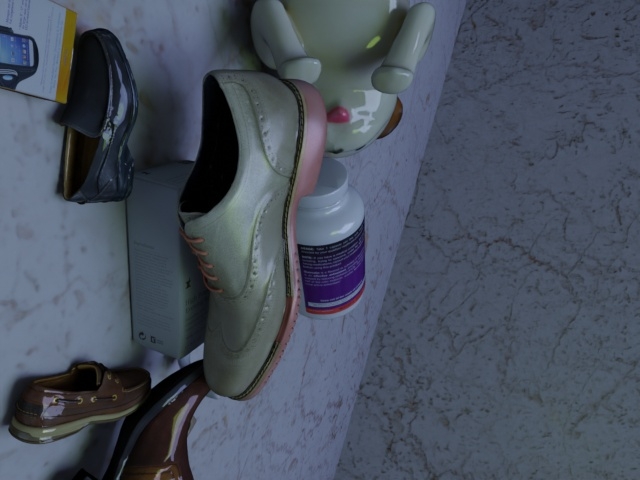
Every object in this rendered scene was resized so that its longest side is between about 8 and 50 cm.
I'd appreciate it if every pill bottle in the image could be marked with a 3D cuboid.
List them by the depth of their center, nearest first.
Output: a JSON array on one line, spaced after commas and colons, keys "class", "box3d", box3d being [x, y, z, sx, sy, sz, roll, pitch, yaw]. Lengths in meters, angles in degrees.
[{"class": "pill bottle", "box3d": [0.000, 0.000, 0.965, 0.323, 0.181, 0.181, 85, 27, -44]}]

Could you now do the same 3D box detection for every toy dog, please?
[{"class": "toy dog", "box3d": [0.013, -0.323, 0.732, 0.395, 0.284, 0.408, -115, -158, -57]}]

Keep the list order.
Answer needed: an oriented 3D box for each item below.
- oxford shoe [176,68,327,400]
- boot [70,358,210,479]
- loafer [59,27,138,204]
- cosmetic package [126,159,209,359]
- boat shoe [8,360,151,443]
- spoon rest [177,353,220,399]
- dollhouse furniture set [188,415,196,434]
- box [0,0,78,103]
[{"class": "oxford shoe", "box3d": [-0.108, 0.006, 0.554, 0.146, 0.140, 0.397, -1, 103, -46]}, {"class": "boot", "box3d": [-0.150, 0.331, 0.614, 0.096, 0.280, 0.264, -24, -156, 55]}, {"class": "loafer", "box3d": [-0.219, -0.115, 0.462, 0.061, 0.062, 0.170, -30, 129, -58]}, {"class": "cosmetic package", "box3d": [-0.180, 0.021, 0.627, 0.117, 0.085, 0.231, -40, 141, -60]}, {"class": "boat shoe", "box3d": [-0.256, 0.170, 0.544, 0.178, 0.064, 0.060, 5, 100, -68]}, {"class": "spoon rest", "box3d": [-0.162, 0.114, 0.779, 0.276, 0.084, 0.137, -76, 167, -45]}, {"class": "dollhouse furniture set", "box3d": [-0.204, 0.332, 0.708, 0.144, 0.123, 0.151, 82, 29, -47]}, {"class": "box", "box3d": [-0.257, -0.162, 0.370, 0.136, 0.028, 0.081, -4, 107, -67]}]
